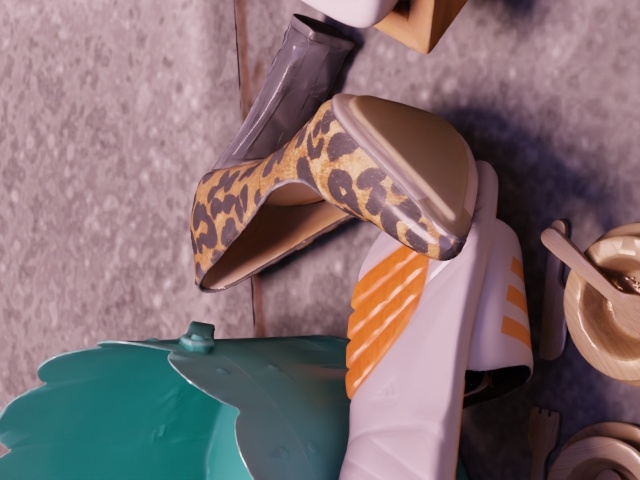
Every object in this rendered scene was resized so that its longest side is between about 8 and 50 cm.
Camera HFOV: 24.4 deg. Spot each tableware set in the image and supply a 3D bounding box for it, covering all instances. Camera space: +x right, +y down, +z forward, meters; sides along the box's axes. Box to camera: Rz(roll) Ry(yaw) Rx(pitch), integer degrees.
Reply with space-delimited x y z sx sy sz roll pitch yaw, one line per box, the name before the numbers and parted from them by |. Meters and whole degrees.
tableware set | 0.154 0.088 0.771 0.128 0.039 0.194 11 101 42

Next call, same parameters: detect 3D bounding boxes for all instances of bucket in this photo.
bucket | -0.055 0.182 0.876 0.281 0.183 0.281 4 95 42

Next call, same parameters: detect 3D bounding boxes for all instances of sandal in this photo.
sandal | 0.065 0.081 0.794 0.102 0.076 0.265 -28 40 45

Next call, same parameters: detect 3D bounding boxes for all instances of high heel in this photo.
high heel | 0.000 0.000 0.841 0.186 0.093 0.261 -64 29 19

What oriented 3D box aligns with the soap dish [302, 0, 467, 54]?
soap dish | -0.014 -0.265 0.807 0.291 0.118 0.229 36 137 34
